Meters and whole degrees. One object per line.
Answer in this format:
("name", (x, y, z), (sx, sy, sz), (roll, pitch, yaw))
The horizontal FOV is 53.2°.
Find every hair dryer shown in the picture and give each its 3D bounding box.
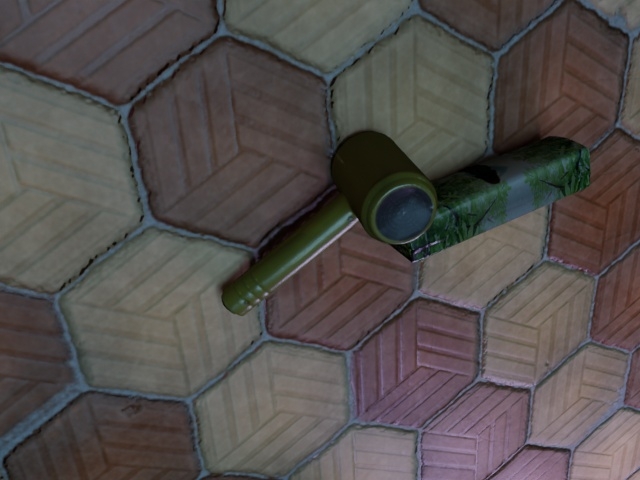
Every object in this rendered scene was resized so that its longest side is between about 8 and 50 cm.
("hair dryer", (0.000, 0.000, 0.744), (0.279, 0.135, 0.090), (-39, 124, 8))

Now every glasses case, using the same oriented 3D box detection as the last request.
("glasses case", (0.208, -0.062, 0.825), (0.272, 0.095, 0.062), (-22, 120, -15))
